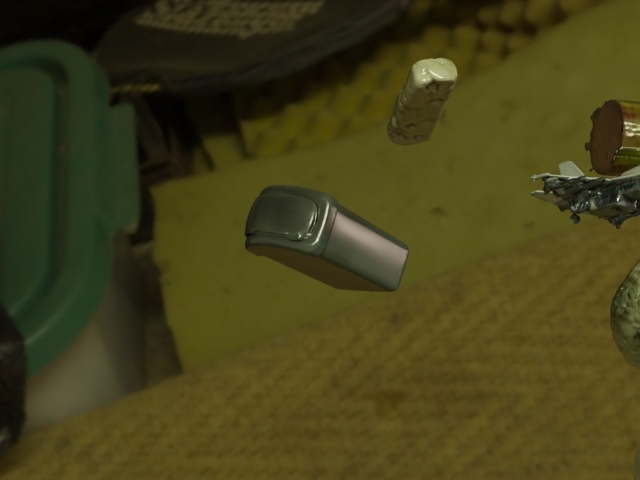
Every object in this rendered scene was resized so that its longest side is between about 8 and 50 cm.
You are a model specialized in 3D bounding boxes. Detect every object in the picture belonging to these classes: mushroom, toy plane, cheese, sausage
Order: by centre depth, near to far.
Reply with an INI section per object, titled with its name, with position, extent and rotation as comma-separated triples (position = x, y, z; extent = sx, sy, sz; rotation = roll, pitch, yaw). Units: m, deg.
[toy plane]
position = 0.325, -0.051, 1.410
extent = 0.234, 0.160, 0.082
rotation = 5, 80, 65
[cheese]
position = 0.127, -0.174, 1.625
extent = 0.065, 0.194, 0.043
rotation = -12, 73, -12
[mushroom]
position = 0.487, 0.042, 1.715
extent = 0.130, 0.247, 0.344
rotation = 12, 50, 36
[sausage]
position = 0.576, -0.146, 1.938
extent = 0.317, 0.117, 0.125
rotation = 3, 8, -6

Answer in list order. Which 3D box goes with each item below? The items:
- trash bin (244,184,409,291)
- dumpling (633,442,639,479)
[trash bin]
position = 0.000, 0.000, 1.959
extent = 0.176, 0.236, 0.101
rotation = -1, 68, 49
[dumpling]
position = 0.485, 0.280, 1.553
extent = 0.193, 0.147, 0.258
rotation = 28, 75, 9
